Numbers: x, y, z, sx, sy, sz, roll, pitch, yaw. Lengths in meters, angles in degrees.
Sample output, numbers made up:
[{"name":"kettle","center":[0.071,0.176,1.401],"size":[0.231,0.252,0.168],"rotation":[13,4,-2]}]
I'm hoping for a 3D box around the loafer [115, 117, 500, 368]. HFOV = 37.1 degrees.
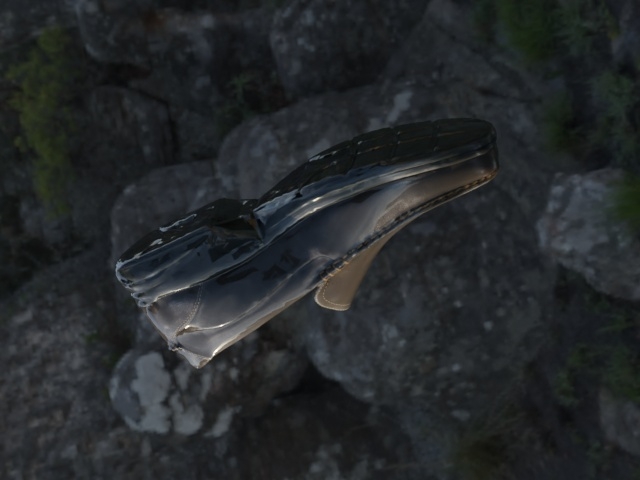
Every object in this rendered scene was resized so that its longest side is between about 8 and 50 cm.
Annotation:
[{"name":"loafer","center":[0.000,0.000,0.403],"size":[0.061,0.170,0.062],"rotation":[63,-162,-15]}]
